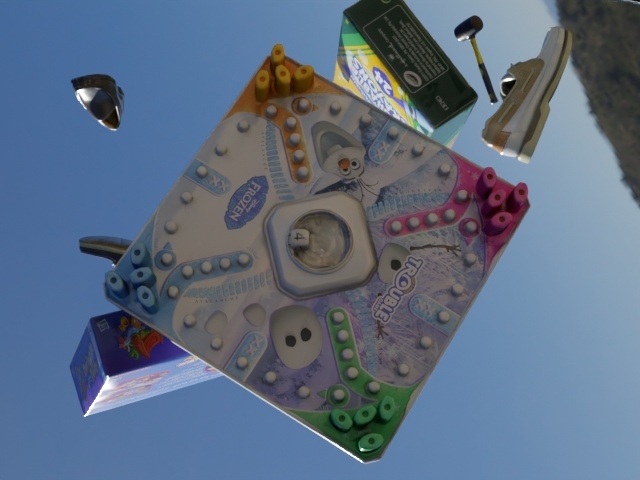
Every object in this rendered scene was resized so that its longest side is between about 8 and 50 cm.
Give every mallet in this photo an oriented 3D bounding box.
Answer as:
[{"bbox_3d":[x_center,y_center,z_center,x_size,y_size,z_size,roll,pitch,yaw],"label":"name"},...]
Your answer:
[{"bbox_3d":[0.331,-0.377,2.102,0.039,0.062,0.190,-16,-88,-34],"label":"mallet"}]

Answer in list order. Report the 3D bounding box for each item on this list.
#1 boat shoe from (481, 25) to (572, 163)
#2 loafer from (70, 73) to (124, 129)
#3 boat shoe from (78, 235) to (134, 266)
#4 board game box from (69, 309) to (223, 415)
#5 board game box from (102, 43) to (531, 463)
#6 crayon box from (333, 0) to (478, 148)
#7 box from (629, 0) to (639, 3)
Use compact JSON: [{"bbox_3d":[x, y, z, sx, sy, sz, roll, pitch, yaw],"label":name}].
[{"bbox_3d":[0.386,-0.288,1.841,0.103,0.113,0.302,21,-118,7],"label":"boat shoe"},{"bbox_3d":[-0.346,-0.221,1.572,0.170,0.062,0.061,28,-127,-80],"label":"loafer"},{"bbox_3d":[-0.259,0.028,1.365,0.152,0.049,0.056,11,-167,0],"label":"boat shoe"},{"bbox_3d":[-0.152,0.132,1.357,0.347,0.233,0.078,-14,-106,-25],"label":"board game box"},{"bbox_3d":[0.000,0.000,1.194,0.390,0.390,0.050,31,164,9],"label":"board game box"},{"bbox_3d":[0.111,-0.207,1.450,0.203,0.083,0.323,54,171,9],"label":"crayon box"},{"bbox_3d":[0.376,-0.542,1.574,0.182,0.296,0.294,-14,-66,-56],"label":"box"}]
